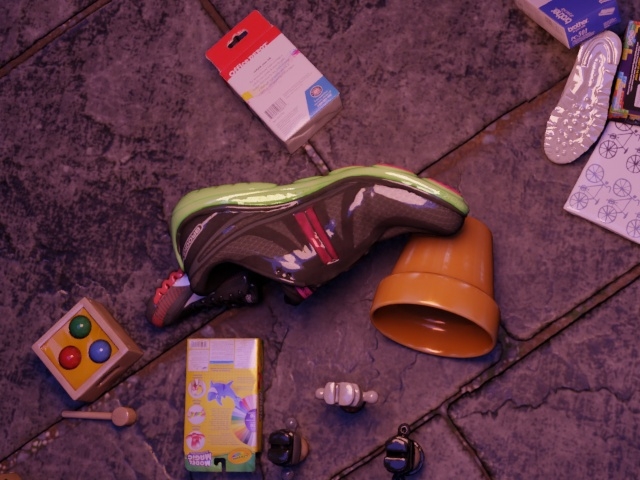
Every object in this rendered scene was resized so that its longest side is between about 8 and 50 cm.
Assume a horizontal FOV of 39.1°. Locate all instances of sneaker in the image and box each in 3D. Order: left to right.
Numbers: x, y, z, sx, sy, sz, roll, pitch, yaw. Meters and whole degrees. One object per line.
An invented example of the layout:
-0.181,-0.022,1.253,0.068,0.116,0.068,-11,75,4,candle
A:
-0.177,0.076,1.559,0.276,0.097,0.135,-37,73,-2,sneaker
0.000,0.000,1.430,0.482,0.185,0.202,-8,79,16,sneaker
0.452,-0.242,1.545,0.090,0.095,0.235,23,102,8,sneaker

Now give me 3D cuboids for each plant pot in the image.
0.201,0.064,1.469,0.205,0.205,0.188,12,64,11,plant pot

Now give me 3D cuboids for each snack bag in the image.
0.632,-0.110,1.511,0.342,0.037,0.323,30,83,13,snack bag

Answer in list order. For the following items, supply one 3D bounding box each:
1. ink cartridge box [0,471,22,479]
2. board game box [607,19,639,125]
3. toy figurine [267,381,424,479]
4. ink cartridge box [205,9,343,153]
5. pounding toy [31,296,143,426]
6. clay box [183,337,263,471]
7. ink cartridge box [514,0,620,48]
-0.518,0.477,1.454,0.088,0.235,0.193,-43,75,-3,ink cartridge box
0.569,-0.274,1.515,0.141,0.048,0.170,14,79,9,board game box
0.039,0.343,1.454,0.213,0.148,0.209,-45,70,0,toy figurine
-0.084,-0.288,1.632,0.134,0.078,0.231,-41,76,-2,ink cartridge box
-0.400,0.237,1.560,0.181,0.094,0.206,-43,75,-2,pounding toy
-0.164,0.279,1.538,0.127,0.053,0.222,-1,79,8,clay box
0.414,-0.406,1.540,0.097,0.046,0.207,-28,38,2,ink cartridge box
